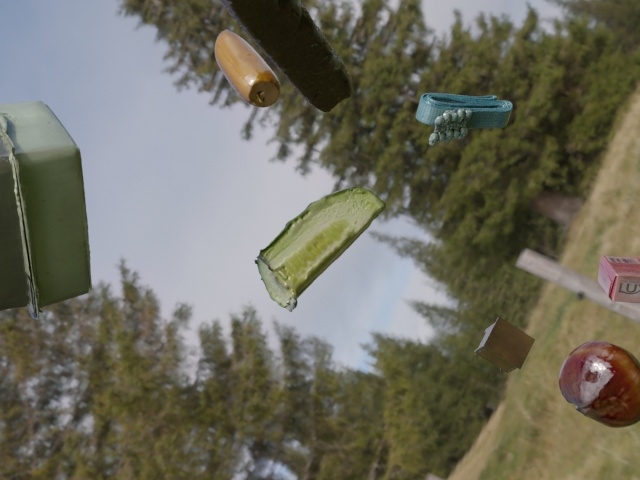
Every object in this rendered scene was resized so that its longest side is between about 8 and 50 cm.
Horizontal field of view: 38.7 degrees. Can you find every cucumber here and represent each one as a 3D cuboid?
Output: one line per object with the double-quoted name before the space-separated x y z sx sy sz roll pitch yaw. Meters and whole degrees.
"cucumber" -0.002 -0.001 1.952 0.325 0.145 0.105 -42 0 -27

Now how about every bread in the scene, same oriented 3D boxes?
"bread" -0.073 -0.387 1.614 0.113 0.165 0.416 -36 -30 7

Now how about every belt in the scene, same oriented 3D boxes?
"belt" 0.262 -0.220 1.609 0.100 0.179 0.065 -114 27 -48

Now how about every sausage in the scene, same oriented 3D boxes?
"sausage" -0.198 -0.441 2.262 0.112 0.328 0.112 -17 -46 -18

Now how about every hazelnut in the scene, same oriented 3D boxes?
"hazelnut" 0.634 0.322 2.015 0.178 0.204 0.178 -44 -2 -2

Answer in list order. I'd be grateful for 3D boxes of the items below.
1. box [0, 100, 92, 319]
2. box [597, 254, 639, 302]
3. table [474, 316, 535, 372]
"box" -0.438 -0.048 1.304 0.166 0.220 0.290 -16 -53 -27
"box" 0.597 0.073 1.673 0.111 0.156 0.060 -80 -8 -72
"table" 0.354 0.208 1.776 0.070 0.083 0.082 -58 -1 -22
